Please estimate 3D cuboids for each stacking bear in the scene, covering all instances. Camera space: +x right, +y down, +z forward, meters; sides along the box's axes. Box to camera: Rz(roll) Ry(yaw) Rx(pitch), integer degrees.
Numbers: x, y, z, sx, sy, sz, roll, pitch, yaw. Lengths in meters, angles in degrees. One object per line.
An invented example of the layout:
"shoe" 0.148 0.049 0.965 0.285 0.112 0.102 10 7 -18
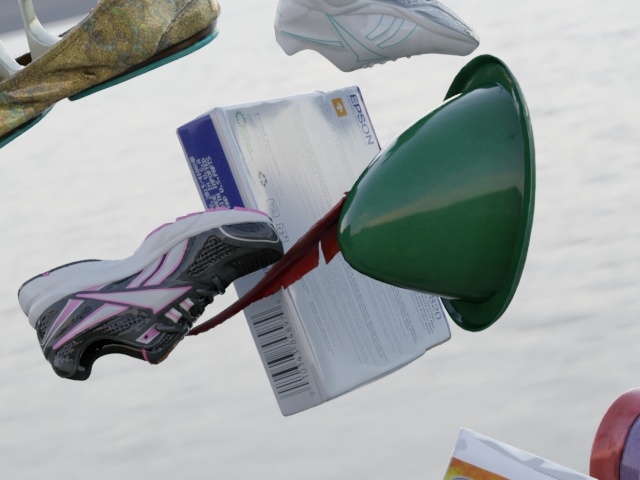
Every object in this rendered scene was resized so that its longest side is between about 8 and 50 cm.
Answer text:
"stacking bear" 0.445 0.256 1.954 0.289 0.175 0.164 11 -19 42

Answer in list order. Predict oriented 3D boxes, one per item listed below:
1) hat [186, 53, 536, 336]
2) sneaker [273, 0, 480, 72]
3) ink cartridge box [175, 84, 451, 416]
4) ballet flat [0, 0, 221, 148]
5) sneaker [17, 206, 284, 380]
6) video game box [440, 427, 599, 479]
"hat" 0.020 -0.021 1.188 0.183 0.208 0.173 2 9 -17
"sneaker" 0.038 -0.148 1.304 0.152 0.061 0.053 11 27 -18
"ink cartridge box" 0.000 0.000 1.374 0.045 0.223 0.224 -22 -3 29
"ballet flat" -0.248 -0.155 1.603 0.348 0.123 0.123 -26 4 22
"sneaker" -0.103 0.042 1.210 0.178 0.077 0.072 -22 -23 7
"video game box" 0.172 0.262 1.439 0.205 0.187 0.048 21 29 5
